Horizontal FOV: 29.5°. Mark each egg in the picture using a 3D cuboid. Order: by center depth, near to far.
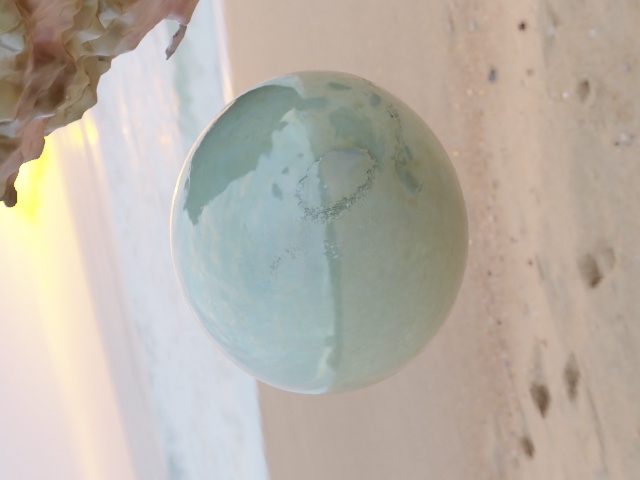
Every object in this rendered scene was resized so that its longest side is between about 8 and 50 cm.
[{"bbox_3d":[0.000,0.000,0.768,0.253,0.187,0.186,85,167,-63],"label":"egg"}]

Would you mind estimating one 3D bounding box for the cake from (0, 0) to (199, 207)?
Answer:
[{"bbox_3d":[-0.237,-0.220,0.747,0.293,0.307,0.314,40,150,1],"label":"cake"}]
